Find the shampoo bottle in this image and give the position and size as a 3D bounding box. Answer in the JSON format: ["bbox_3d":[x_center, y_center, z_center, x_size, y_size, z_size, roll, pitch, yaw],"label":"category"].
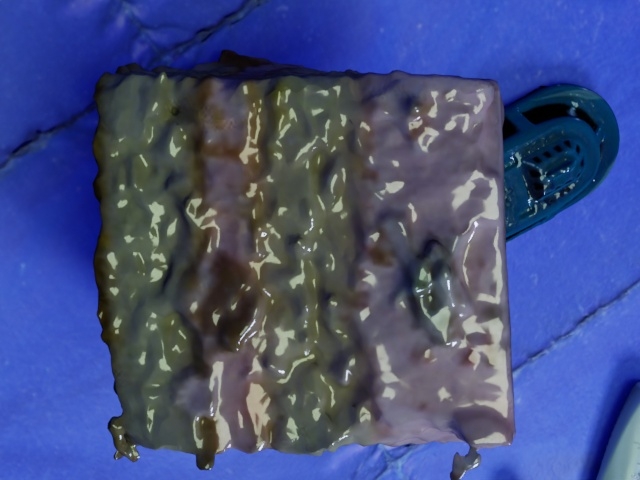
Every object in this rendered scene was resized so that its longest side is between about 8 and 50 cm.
[{"bbox_3d":[0.358,0.268,1.371,0.072,0.049,0.212,7,104,-30],"label":"shampoo bottle"}]

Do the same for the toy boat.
[{"bbox_3d":[0.183,-0.049,1.172,0.299,0.092,0.134,-29,112,-12],"label":"toy boat"}]

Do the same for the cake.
[{"bbox_3d":[0.000,0.000,0.965,0.307,0.293,0.314,-2,100,9],"label":"cake"}]
